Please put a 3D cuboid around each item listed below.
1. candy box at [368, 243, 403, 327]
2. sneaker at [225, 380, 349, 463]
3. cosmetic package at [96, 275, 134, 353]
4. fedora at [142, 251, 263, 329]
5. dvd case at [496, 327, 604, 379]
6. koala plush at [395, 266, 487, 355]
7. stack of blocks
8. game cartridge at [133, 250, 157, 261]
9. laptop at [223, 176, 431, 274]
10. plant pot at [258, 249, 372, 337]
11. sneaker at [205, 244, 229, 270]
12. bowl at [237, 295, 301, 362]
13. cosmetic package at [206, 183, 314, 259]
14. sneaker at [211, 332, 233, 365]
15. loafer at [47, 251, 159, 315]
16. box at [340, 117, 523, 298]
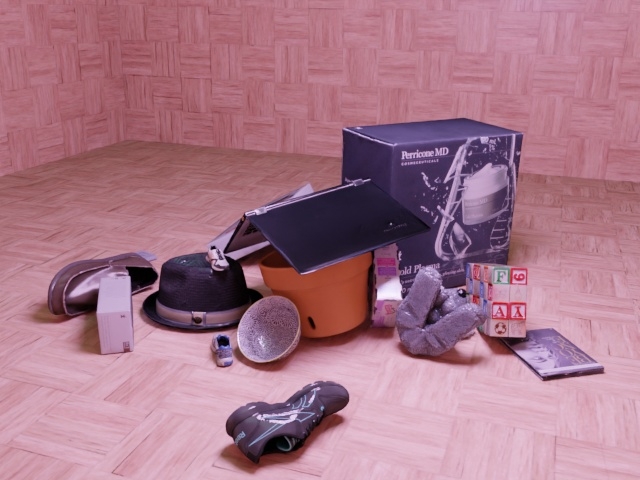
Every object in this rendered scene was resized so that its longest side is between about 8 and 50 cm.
[{"bbox_3d":[0.165,0.108,1.796,0.070,0.165,0.196,0,58,-3],"label":"candy box"},{"bbox_3d":[-0.049,0.357,1.330,0.267,0.101,0.106,-12,42,-30],"label":"sneaker"},{"bbox_3d":[-0.522,0.185,1.743,0.086,0.117,0.231,-4,18,-13],"label":"cosmetic package"},{"bbox_3d":[-0.324,0.121,1.880,0.334,0.152,0.334,1,18,0],"label":"fedora"},{"bbox_3d":[0.559,0.274,1.679,0.165,0.018,0.221,-4,19,-14],"label":"dvd case"},{"bbox_3d":[0.303,0.181,1.718,0.196,0.203,0.221,42,21,15],"label":"koala plush"},{"bbox_3d":[0.456,0.149,1.799,0.087,0.171,0.297,1,1,0],"label":"stack of blocks"},{"bbox_3d":[-0.591,0.054,2.278,0.083,0.017,0.056,17,21,40],"label":"game cartridge"},{"bbox_3d":[0.000,0.000,1.788,0.382,0.236,0.408,-17,-15,-27],"label":"laptop"},{"bbox_3d":[0.003,0.119,1.762,0.291,0.203,0.291,-11,13,3],"label":"plant pot"},{"bbox_3d":[-0.273,0.047,1.806,0.040,0.043,0.109,-3,24,-36],"label":"sneaker"},{"bbox_3d":[-0.109,0.227,1.651,0.170,0.080,0.170,-14,55,20],"label":"bowl"},{"bbox_3d":[-0.184,-0.058,2.324,0.284,0.097,0.377,-26,10,21],"label":"cosmetic package"},{"bbox_3d":[-0.235,0.249,1.654,0.052,0.058,0.135,-5,19,-17],"label":"sneaker"},{"bbox_3d":[-0.596,0.115,1.914,0.130,0.133,0.366,11,21,28],"label":"loafer"},{"bbox_3d":[0.327,-0.111,2.101,0.480,0.471,0.297,-10,21,-27],"label":"box"}]
